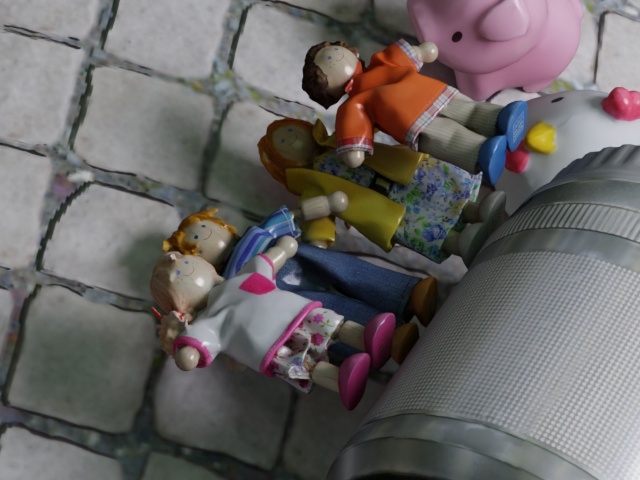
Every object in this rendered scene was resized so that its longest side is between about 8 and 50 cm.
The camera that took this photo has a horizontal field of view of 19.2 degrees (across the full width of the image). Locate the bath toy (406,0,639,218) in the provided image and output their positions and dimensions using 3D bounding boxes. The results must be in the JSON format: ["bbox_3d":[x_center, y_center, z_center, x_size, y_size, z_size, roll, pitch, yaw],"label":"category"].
[{"bbox_3d":[0.110,-0.163,1.222,0.151,0.129,0.348,-13,67,-25],"label":"bath toy"}]

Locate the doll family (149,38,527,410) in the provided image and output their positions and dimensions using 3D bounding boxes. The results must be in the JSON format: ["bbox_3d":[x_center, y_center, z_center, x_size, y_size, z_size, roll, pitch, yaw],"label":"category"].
[{"bbox_3d":[0.000,0.000,1.097,0.163,0.118,0.263,22,60,21],"label":"doll family"}]

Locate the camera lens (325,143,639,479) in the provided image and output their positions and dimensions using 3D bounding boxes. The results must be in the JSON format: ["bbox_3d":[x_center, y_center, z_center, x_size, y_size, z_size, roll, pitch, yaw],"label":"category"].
[{"bbox_3d":[0.148,0.108,1.024,0.219,0.219,0.274,35,56,3],"label":"camera lens"}]
